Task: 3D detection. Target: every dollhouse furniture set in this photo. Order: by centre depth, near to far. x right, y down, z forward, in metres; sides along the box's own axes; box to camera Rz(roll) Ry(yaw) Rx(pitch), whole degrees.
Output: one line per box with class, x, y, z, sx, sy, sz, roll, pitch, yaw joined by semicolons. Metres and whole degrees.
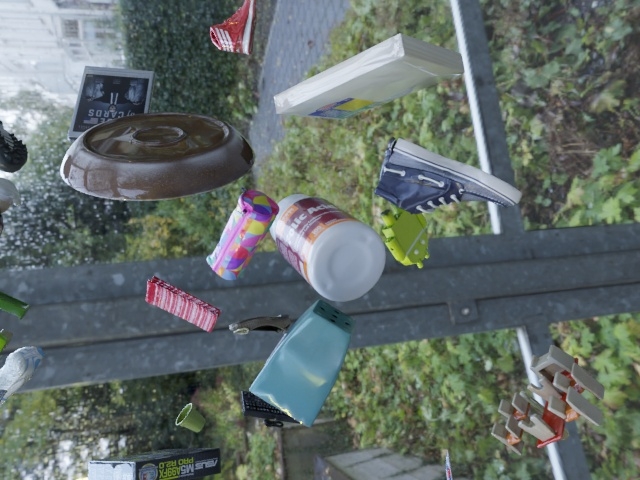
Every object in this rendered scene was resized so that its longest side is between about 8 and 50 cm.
dollhouse furniture set;-0.464;0.146;0.694;0.151;0.059;0.076;-62;19;-4
dollhouse furniture set;0.587;0.399;1.273;0.259;0.135;0.262;-50;-4;-44

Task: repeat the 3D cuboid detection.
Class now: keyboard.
keyboard;-0.132;0.472;1.422;0.023;0.180;0.108;-57;30;29

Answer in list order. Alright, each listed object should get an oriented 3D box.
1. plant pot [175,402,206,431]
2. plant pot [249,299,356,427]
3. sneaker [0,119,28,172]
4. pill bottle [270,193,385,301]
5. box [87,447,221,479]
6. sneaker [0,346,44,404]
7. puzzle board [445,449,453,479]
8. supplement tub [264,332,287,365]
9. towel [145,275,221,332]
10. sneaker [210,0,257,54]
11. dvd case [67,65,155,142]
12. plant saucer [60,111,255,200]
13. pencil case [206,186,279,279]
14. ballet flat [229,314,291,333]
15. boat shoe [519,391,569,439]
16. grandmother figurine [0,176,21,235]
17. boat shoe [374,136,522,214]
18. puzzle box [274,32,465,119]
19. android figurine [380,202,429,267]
plant pot;-0.443;0.622;1.773;0.083;0.079;0.083;-43;18;18
plant pot;-0.024;0.270;1.209;0.234;0.166;0.165;-61;-4;13
sneaker;-0.583;-0.157;0.881;0.234;0.106;0.078;39;-179;33
pill bottle;0.000;0.000;1.483;0.392;0.224;0.223;-142;49;-60
box;-0.403;0.547;1.236;0.270;0.216;0.060;-22;67;42
sneaker;-0.809;0.362;1.342;0.237;0.086;0.085;-41;76;21
puzzle board;0.381;0.702;1.506;0.128;0.011;0.096;-83;-12;-54
supplement tub;-0.096;0.316;1.405;0.107;0.071;0.071;-56;2;-22
towel;-0.502;0.237;1.850;0.199;0.275;0.031;-55;9;54
sneaker;-0.254;-0.640;1.486;0.087;0.128;0.221;100;173;-60
dvd case;-0.530;-0.347;1.315;0.029;0.180;0.238;108;162;-61
plant saucer;-0.265;-0.155;0.847;0.310;0.311;0.050;-118;25;-55
pencil case;-0.186;-0.012;1.203;0.236;0.105;0.104;-58;34;33
ballet flat;-0.179;0.267;1.584;0.084;0.250;0.058;-19;76;33
boat shoe;0.601;0.471;1.381;0.153;0.048;0.056;34;130;23
grandmother figurine;-0.816;-0.001;1.225;0.208;0.104;0.341;-9;62;33
boat shoe;0.296;-0.117;1.245;0.158;0.341;0.127;-66;-17;6
puzzle box;0.114;-0.393;1.290;0.409;0.272;0.052;-10;90;43
android figurine;0.326;-0.021;1.923;0.056;0.248;0.272;-15;115;46
